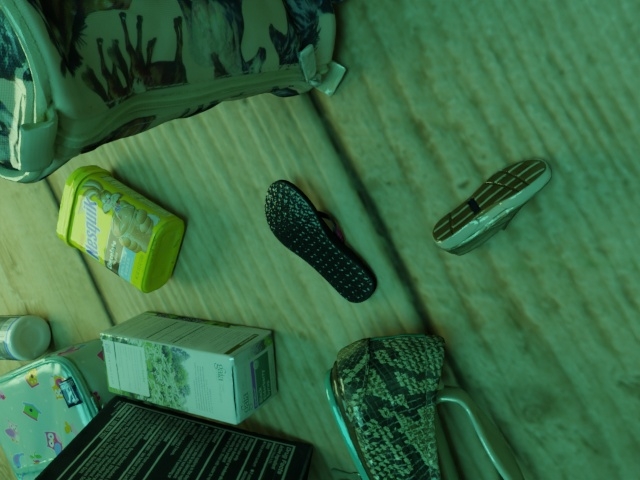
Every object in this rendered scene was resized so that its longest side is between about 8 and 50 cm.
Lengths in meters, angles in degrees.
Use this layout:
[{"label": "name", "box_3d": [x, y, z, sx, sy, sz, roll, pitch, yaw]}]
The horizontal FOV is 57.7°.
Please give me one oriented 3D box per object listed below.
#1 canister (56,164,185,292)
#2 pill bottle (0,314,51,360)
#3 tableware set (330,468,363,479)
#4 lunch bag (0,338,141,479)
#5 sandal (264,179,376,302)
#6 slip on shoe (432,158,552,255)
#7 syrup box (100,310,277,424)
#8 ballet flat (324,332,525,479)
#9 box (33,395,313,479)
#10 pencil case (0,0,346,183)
[{"label": "canister", "box_3d": [-0.286, -0.016, 0.831, 0.170, 0.073, 0.126, 29, 114, 18]}, {"label": "pill bottle", "box_3d": [-0.545, 0.169, 1.011, 0.137, 0.078, 0.078, -4, 99, 30]}, {"label": "tableware set", "box_3d": [0.060, 0.378, 0.759, 0.104, 0.024, 0.154, -1, 100, 29]}, {"label": "lunch bag", "box_3d": [-0.416, 0.295, 0.951, 0.279, 0.108, 0.224, -22, 90, 31]}, {"label": "sandal", "box_3d": [0.000, 0.000, 0.703, 0.179, 0.040, 0.067, 48, 125, -5]}, {"label": "slip on shoe", "box_3d": [0.179, -0.030, 0.594, 0.135, 0.051, 0.041, -40, 121, 21]}, {"label": "syrup box", "box_3d": [-0.183, 0.168, 0.802, 0.236, 0.096, 0.093, 3, 105, 28]}, {"label": "ballet flat", "box_3d": [0.152, 0.331, 0.637, 0.182, 0.164, 0.483, -16, 92, 10]}, {"label": "box", "box_3d": [-0.188, 0.367, 0.693, 0.294, 0.296, 0.183, 11, 108, 8]}, {"label": "pencil case", "box_3d": [-0.133, -0.177, 0.517, 0.183, 0.410, 0.160, 35, 126, 13]}]
